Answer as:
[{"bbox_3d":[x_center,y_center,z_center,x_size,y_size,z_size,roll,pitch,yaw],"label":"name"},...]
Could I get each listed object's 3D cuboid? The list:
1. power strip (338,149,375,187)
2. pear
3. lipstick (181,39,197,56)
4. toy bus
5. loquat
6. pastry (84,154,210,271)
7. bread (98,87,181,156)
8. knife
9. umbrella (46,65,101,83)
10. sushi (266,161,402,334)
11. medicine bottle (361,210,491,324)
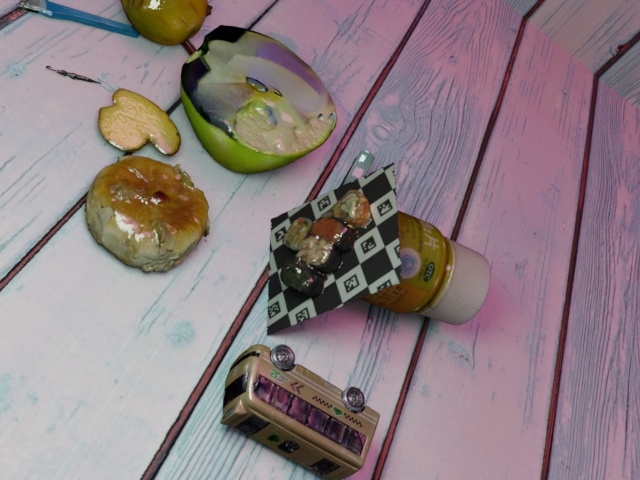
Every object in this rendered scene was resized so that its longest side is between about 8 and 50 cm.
[{"bbox_3d":[0.075,-0.137,1.904,0.044,0.137,0.216,30,39,-4],"label":"power strip"},{"bbox_3d":[-0.170,-0.306,1.836,0.398,0.165,0.399,20,47,-23],"label":"pear"},{"bbox_3d":[-0.296,-0.444,1.959,0.176,0.027,0.027,51,43,8],"label":"lipstick"},{"bbox_3d":[-0.045,0.325,1.442,0.289,0.139,0.157,34,48,-15],"label":"toy bus"},{"bbox_3d":[-0.367,-0.588,1.901,0.246,0.213,0.214,-3,58,-50],"label":"loquat"},{"bbox_3d":[-0.346,-0.064,1.540,0.235,0.121,0.257,-16,66,-43],"label":"pastry"},{"bbox_3d":[-0.401,-0.236,1.690,0.187,0.065,0.149,36,53,-11],"label":"bread"},{"bbox_3d":[-0.568,-0.527,1.825,0.296,0.026,0.044,9,55,-35],"label":"knife"},{"bbox_3d":[-0.550,-0.367,1.716,0.122,0.013,0.022,14,28,-26],"label":"umbrella"},{"bbox_3d":[0.000,0.000,1.592,0.069,0.339,0.320,41,38,-40],"label":"sushi"},{"bbox_3d":[0.185,0.053,1.769,0.384,0.224,0.224,22,46,-22],"label":"medicine bottle"}]
